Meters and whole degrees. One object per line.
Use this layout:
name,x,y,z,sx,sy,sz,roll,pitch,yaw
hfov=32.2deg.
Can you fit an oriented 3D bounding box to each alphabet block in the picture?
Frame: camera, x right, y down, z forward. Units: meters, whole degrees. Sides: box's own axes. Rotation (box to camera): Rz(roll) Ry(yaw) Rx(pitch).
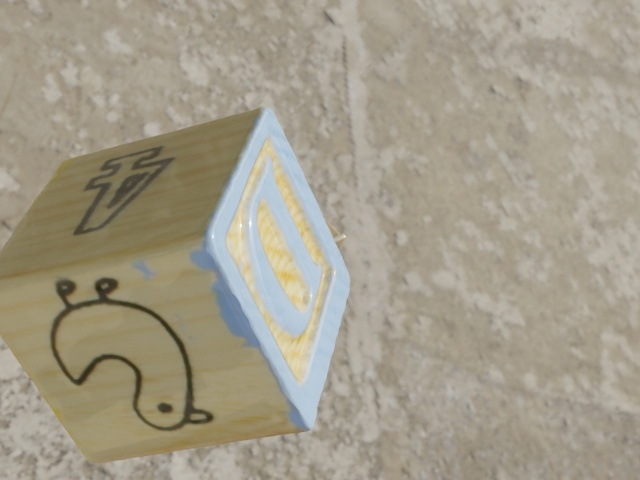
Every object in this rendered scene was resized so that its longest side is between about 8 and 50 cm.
alphabet block,-0.111,0.035,0.870,0.193,0.197,0.192,-71,142,-53

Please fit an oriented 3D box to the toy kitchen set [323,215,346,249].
toy kitchen set,0.000,0.000,1.022,0.083,0.075,0.068,-25,61,-37
